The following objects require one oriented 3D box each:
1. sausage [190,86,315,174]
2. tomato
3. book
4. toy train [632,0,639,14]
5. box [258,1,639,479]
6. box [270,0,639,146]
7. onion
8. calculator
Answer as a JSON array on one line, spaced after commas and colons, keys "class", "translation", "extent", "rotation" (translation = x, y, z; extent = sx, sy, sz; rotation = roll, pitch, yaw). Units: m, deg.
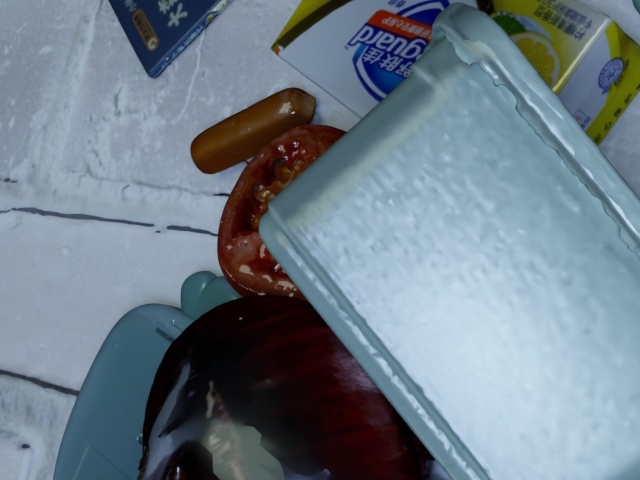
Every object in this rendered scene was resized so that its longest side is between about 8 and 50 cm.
[{"class": "sausage", "translation": [-0.060, -0.101, 1.044], "extent": [0.131, 0.041, 0.039], "rotation": [-24, 41, 28]}, {"class": "tomato", "translation": [0.008, -0.004, 0.936], "extent": [0.166, 0.082, 0.174], "rotation": [12, 60, 12]}, {"class": "book", "translation": [-0.107, -0.347, 1.172], "extent": [0.322, 0.018, 0.228], "rotation": [-42, 55, 18]}, {"class": "toy train", "translation": [0.261, -0.314, 0.797], "extent": [0.237, 0.150, 0.368], "rotation": [-32, 62, 21]}, {"class": "box", "translation": [0.111, 0.037, 0.700], "extent": [0.182, 0.175, 0.311], "rotation": [-38, 85, 2]}, {"class": "box", "translation": [0.105, -0.145, 0.900], "extent": [0.168, 0.097, 0.265], "rotation": [-54, 52, 10]}, {"class": "onion", "translation": [-0.005, 0.171, 0.837], "extent": [0.273, 0.285, 0.273], "rotation": [171, 90, -67]}, {"class": "calculator", "translation": [-0.153, 0.162, 1.028], "extent": [0.186, 0.041, 0.298], "rotation": [30, 96, 39]}]
